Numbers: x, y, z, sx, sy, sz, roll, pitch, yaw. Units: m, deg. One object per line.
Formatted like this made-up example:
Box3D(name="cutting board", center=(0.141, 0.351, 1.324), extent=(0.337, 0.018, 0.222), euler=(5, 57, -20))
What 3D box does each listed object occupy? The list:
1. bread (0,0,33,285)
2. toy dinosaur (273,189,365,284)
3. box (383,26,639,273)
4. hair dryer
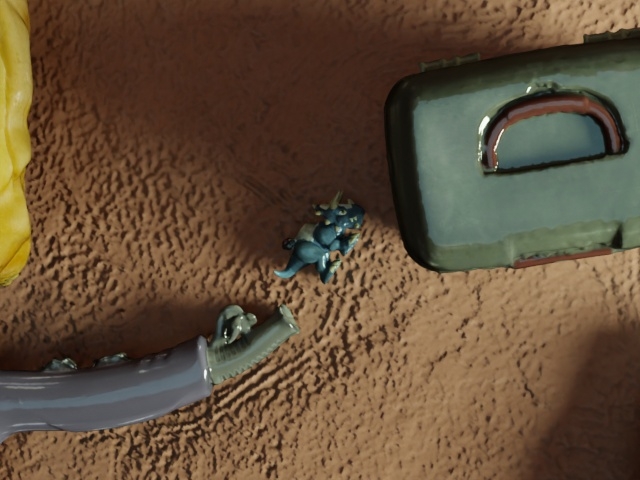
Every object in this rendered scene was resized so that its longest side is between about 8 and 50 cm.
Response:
Box3D(name="bread", center=(-0.288, -0.107, 0.657), extent=(0.167, 0.132, 0.294), euler=(-6, 76, -2))
Box3D(name="toy dinosaur", center=(0.000, 0.000, 0.714), extent=(0.047, 0.030, 0.083), euler=(36, 97, 4))
Box3D(name="box", center=(0.153, -0.060, 0.639), extent=(0.210, 0.129, 0.148), euler=(-8, 94, 9))
Box3D(name="hair dryer", center=(-0.198, 0.072, 0.728), extent=(0.361, 0.121, 0.301), euler=(-6, 85, -1))
